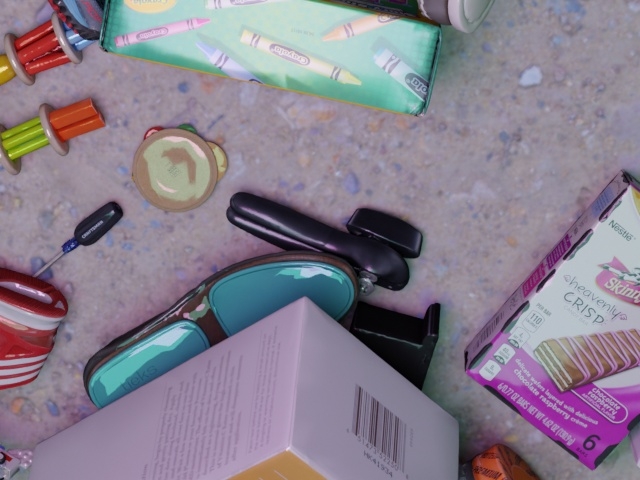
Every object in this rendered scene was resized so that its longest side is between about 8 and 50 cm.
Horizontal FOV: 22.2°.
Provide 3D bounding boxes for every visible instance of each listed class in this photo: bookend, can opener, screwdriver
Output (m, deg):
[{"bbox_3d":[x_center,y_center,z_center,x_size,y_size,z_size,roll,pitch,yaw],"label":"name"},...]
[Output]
[{"bbox_3d":[0.017,0.122,1.532,0.157,0.072,0.156,14,113,-1],"label":"bookend"},{"bbox_3d":[0.000,0.000,1.527,0.186,0.073,0.059,16,144,2],"label":"can opener"},{"bbox_3d":[-0.256,0.017,1.558,0.170,0.024,0.025,-34,130,13],"label":"screwdriver"}]

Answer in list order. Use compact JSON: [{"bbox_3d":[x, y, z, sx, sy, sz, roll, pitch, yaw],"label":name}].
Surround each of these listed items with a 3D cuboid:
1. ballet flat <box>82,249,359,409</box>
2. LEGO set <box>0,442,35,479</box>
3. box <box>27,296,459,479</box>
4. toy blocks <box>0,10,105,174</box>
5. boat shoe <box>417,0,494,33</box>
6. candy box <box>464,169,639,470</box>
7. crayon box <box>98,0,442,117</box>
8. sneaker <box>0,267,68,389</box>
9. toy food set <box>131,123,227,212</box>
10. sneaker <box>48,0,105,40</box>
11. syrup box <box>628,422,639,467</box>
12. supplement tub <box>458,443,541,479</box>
[{"bbox_3d":[-0.095,0.073,1.523,0.280,0.096,0.095,-23,104,9],"label":"ballet flat"},{"bbox_3d":[-0.381,0.161,1.577,0.182,0.060,0.244,-13,111,40],"label":"LEGO set"},{"bbox_3d":[-0.077,0.233,1.445,0.345,0.168,0.215,-30,125,31],"label":"box"},{"bbox_3d":[-0.241,-0.142,1.496,0.148,0.054,0.123,-23,102,9],"label":"toy blocks"},{"bbox_3d":[0.117,-0.315,1.358,0.091,0.109,0.305,7,74,18],"label":"boat shoe"},{"bbox_3d":[0.266,0.075,1.515,0.159,0.071,0.233,37,104,-6],"label":"candy box"},{"bbox_3d":[-0.036,-0.186,1.414,0.278,0.165,0.081,12,106,1],"label":"crayon box"},{"bbox_3d":[-0.359,0.074,1.547,0.221,0.087,0.128,24,112,6],"label":"sneaker"},{"bbox_3d":[-0.135,-0.068,1.527,0.082,0.020,0.083,34,105,-5],"label":"toy food set"},{"bbox_3d":[-0.208,-0.307,1.417,0.125,0.104,0.262,-16,96,-7],"label":"sneaker"},{"bbox_3d":[0.401,0.136,1.510,0.093,0.096,0.237,40,105,-7],"label":"syrup box"},{"bbox_3d":[0.085,0.341,1.535,0.316,0.193,0.193,-37,100,11],"label":"supplement tub"}]
